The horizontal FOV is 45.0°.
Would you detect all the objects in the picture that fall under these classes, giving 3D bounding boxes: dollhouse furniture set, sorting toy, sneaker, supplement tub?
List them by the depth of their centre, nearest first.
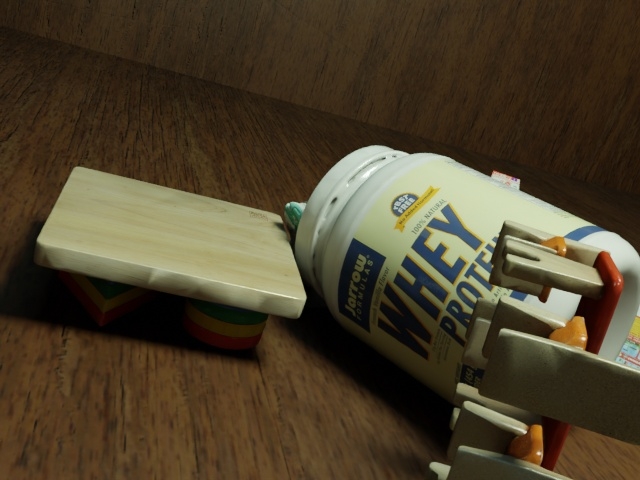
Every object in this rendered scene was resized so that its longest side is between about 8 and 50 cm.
[{"bbox_3d":[0.162,0.134,0.552,0.135,0.259,0.262,18,18,9],"label":"dollhouse furniture set"},{"bbox_3d":[-0.165,0.023,0.850,0.257,0.089,0.255,14,18,-14],"label":"sorting toy"},{"bbox_3d":[0.151,0.043,0.854,0.325,0.235,0.235,31,22,37],"label":"supplement tub"},{"bbox_3d":[0.000,0.000,0.982,0.076,0.166,0.065,-25,64,-17],"label":"sneaker"}]

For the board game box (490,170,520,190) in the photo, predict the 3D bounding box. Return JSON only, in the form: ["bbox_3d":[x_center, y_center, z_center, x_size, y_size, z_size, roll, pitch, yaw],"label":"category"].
[{"bbox_3d":[0.230,0.007,1.104,0.045,0.193,0.147,21,17,9],"label":"board game box"}]

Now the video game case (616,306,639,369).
[{"bbox_3d":[0.465,0.152,0.980,0.204,0.025,0.285,26,44,24],"label":"video game case"}]
